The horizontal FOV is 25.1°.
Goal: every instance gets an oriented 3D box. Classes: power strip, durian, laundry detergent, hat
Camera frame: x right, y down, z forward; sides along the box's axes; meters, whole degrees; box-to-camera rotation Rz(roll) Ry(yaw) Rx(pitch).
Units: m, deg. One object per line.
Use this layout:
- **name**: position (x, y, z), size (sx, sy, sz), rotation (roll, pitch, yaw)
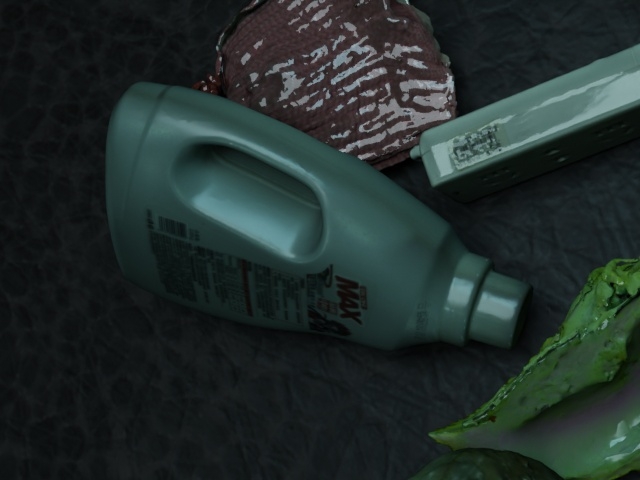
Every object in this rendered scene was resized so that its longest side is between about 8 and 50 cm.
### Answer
- **power strip**: position (0.243, -0.117, 1.307), size (0.338, 0.098, 0.058), rotation (-22, 70, 20)
- **durian**: position (0.271, 0.084, 1.208), size (0.355, 0.169, 0.157), rotation (-48, 61, 10)
- **laundry detergent**: position (0.000, 0.000, 1.334), size (0.397, 0.264, 0.125), rotation (18, 51, 17)
- **hat**: position (-0.017, -0.157, 1.436), size (0.286, 0.107, 0.237), rotation (-28, 76, 12)

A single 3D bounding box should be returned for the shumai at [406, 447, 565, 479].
- **shumai**: position (0.093, 0.389, 1.166), size (0.323, 0.324, 0.398), rotation (-26, 89, 35)
